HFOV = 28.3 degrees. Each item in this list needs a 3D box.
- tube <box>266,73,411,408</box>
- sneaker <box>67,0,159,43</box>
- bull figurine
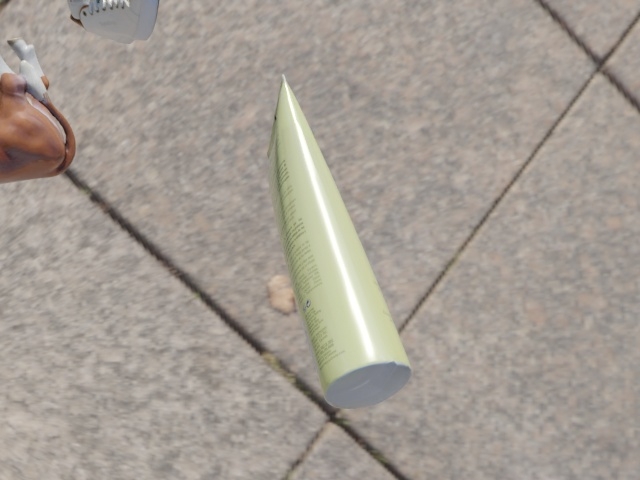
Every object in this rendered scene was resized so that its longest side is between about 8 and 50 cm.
[{"bbox_3d":[0.000,0.000,0.890,0.062,0.070,0.240,25,36,-48],"label":"tube"},{"bbox_3d":[-0.311,-0.352,1.882,0.123,0.290,0.106,12,81,-20],"label":"sneaker"},{"bbox_3d":[-0.443,-0.121,1.451,0.310,0.101,0.188,-12,100,-16],"label":"bull figurine"}]
